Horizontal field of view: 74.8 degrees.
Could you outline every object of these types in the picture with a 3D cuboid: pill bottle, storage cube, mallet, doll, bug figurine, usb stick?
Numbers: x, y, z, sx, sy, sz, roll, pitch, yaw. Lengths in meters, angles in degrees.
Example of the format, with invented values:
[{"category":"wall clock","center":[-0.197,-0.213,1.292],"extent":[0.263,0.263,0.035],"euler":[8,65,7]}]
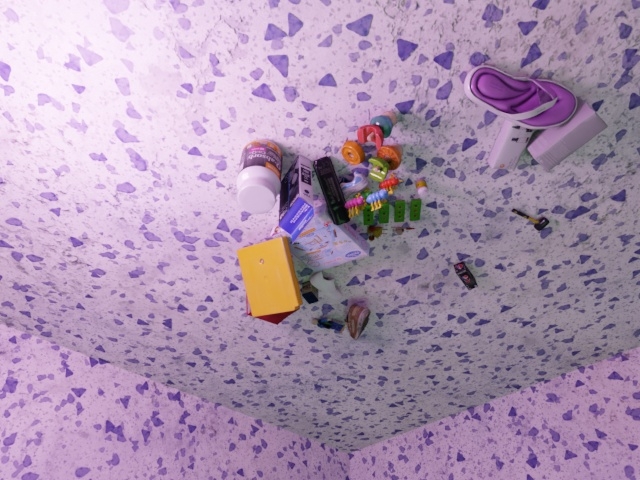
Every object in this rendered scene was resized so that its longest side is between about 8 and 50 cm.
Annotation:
[{"category":"pill bottle","center":[0.415,-0.211,1.706],"extent":[0.043,0.083,0.043],"euler":[-1,133,-1]},{"category":"storage cube","center":[-0.237,0.273,2.069],"extent":[0.193,0.215,0.183],"euler":[28,127,-34]},{"category":"pill bottle","center":[-0.222,-0.235,1.529],"extent":[0.162,0.278,0.162],"euler":[-1,134,-1]},{"category":"mallet","center":[0.936,-0.105,1.861],"extent":[0.189,0.039,0.062],"euler":[28,128,-20]},{"category":"doll","center":[0.042,0.477,2.380],"extent":[0.189,0.046,0.129],"euler":[15,141,-8]},{"category":"bug figurine","center":[0.205,-0.178,1.637],"extent":[0.216,0.279,0.072],"euler":[-22,102,28]},{"category":"usb stick","center":[0.047,-0.193,1.658],"extent":[0.077,0.045,0.278],"euler":[-20,104,2]}]

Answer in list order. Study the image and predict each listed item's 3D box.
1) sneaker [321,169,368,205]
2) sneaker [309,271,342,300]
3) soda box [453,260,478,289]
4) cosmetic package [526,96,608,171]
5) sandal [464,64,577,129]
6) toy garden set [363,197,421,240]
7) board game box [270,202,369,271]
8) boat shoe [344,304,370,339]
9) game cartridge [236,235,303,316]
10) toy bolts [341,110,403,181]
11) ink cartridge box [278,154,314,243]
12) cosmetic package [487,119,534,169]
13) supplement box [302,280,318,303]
[{"category":"sneaker","center":[0.090,-0.205,1.717],"extent":[0.237,0.085,0.086],"euler":[-32,95,33]},{"category":"sneaker","center":[0.050,0.229,2.130],"extent":[0.212,0.080,0.094],"euler":[36,111,-29]},{"category":"soda box","center":[0.732,0.178,2.106],"extent":[0.053,0.060,0.169],"euler":[-27,130,24]},{"category":"cosmetic package","center":[0.884,-0.386,1.526],"extent":[0.107,0.127,0.238],"euler":[31,127,-27]},{"category":"sandal","center":[0.685,-0.476,1.406],"extent":[0.416,0.102,0.169],"euler":[9,101,-9]},{"category":"toy garden set","center":[0.310,-0.097,1.841],"extent":[0.244,0.049,0.204],"euler":[-5,132,2]},{"category":"board game box","center":[0.000,0.000,1.861],"extent":[0.318,0.066,0.318],"euler":[-20,133,35]},{"category":"boat shoe","center":[0.196,0.446,2.326],"extent":[0.116,0.123,0.324],"euler":[29,145,17]},{"category":"game cartridge","center":[-0.228,0.166,1.870],"extent":[0.285,0.324,0.052],"euler":[-15,179,34]},{"category":"toy bolts","center":[0.203,-0.372,1.548],"extent":[0.218,0.158,0.228],"euler":[31,152,25]},{"category":"ink cartridge box","center":[-0.093,-0.160,1.567],"extent":[0.065,0.333,0.165],"euler":[21,129,-25]},{"category":"cosmetic package","center":[0.722,-0.381,1.570],"extent":[0.099,0.060,0.239],"euler":[3,134,-3]},{"category":"supplement box","center":[-0.052,0.265,2.149],"extent":[0.056,0.083,0.083],"euler":[-20,131,17]}]
